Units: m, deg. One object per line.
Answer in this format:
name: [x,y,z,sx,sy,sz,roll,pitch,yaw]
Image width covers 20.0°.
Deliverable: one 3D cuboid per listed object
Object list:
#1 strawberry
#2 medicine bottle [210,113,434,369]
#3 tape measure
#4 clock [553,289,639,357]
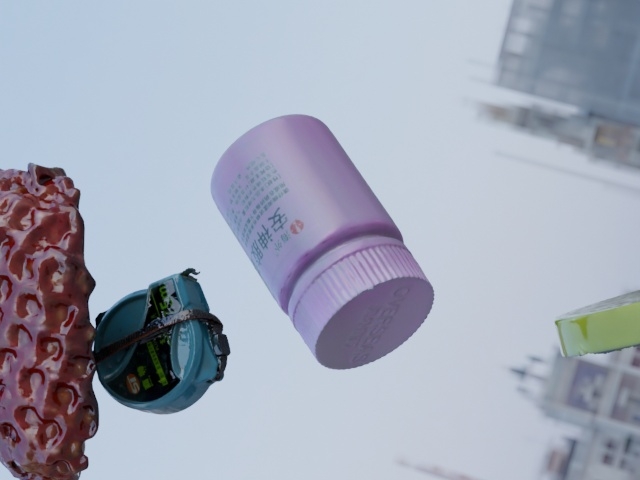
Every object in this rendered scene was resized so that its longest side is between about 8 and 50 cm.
strawberry: [-0.309,0.088,1.806,0.265,0.149,0.336,117,146,-57]
medicine bottle: [0.000,0.000,2.246,0.178,0.290,0.178,-23,-33,-16]
tape measure: [-0.164,0.112,1.847,0.081,0.146,0.125,26,-138,-66]
clock: [0.338,0.036,1.565,0.277,0.293,0.071,-14,-94,-33]
